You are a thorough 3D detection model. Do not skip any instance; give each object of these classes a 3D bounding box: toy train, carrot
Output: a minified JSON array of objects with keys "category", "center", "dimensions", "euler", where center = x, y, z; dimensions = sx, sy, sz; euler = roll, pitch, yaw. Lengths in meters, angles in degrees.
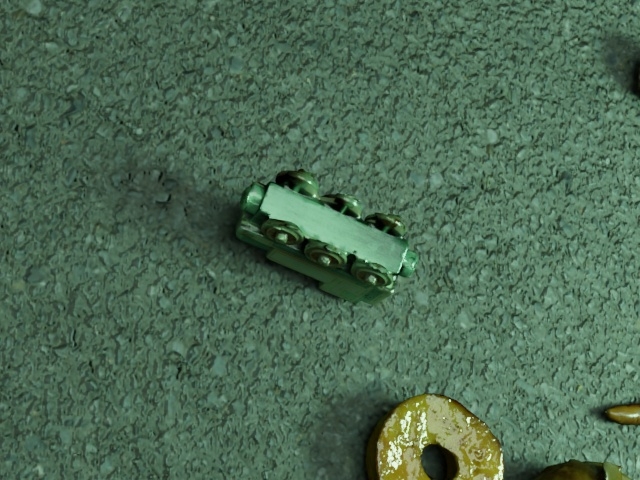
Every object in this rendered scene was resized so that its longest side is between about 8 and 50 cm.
[{"category":"toy train","center":[0.000,0.000,1.173],"dimensions":[0.194,0.125,0.081],"euler":[24,63,-13]},{"category":"carrot","center":[0.416,0.210,1.351],"dimensions":[0.190,0.037,0.037],"euler":[9,75,-17]}]

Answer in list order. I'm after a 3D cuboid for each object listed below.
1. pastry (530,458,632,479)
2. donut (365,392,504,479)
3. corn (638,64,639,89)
[{"category":"pastry","center":[0.277,0.351,1.222],"dimensions":[0.229,0.100,0.218],"euler":[-19,90,-30]},{"category":"donut","center":[0.116,0.238,1.204],"dimensions":[0.152,0.058,0.152],"euler":[5,75,-21]},{"category":"corn","center":[0.511,-0.180,1.458],"dimensions":[0.237,0.079,0.079],"euler":[21,71,-22]}]
